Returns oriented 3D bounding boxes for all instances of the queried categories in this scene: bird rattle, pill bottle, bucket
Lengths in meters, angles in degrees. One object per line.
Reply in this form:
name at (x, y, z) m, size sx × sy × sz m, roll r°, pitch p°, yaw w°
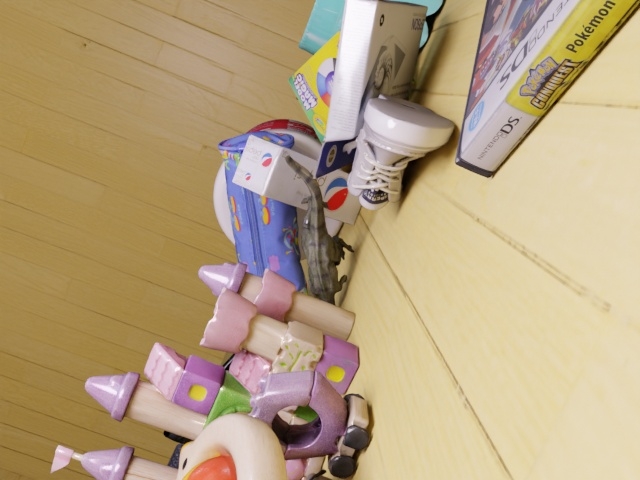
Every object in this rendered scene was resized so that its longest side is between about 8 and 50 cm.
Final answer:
bird rattle at (-0.080, 0.232, 0.563) m, size 0.253 × 0.143 × 0.206 m, roll 134°, pitch 143°, yaw -55°
pill bottle at (-0.072, -0.113, 1.441) m, size 0.407 × 0.229 × 0.228 m, roll -98°, pitch 31°, yaw -76°
bucket at (0.091, -0.402, 1.259) m, size 0.281 × 0.183 × 0.281 m, roll -158°, pitch 90°, yaw -83°

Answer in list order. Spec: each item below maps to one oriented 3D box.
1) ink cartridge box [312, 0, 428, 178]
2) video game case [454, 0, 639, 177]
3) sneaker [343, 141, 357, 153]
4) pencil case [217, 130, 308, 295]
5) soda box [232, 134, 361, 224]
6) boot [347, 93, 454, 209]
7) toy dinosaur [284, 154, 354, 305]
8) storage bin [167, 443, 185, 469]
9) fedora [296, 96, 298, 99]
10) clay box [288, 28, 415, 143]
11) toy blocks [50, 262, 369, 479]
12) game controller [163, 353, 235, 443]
ink cartridge box at (0.071, -0.197, 0.978) m, size 0.223 × 0.045 × 0.223 m, roll -33°, pitch -42°, yaw -62°
video game case at (0.187, -0.220, 0.563) m, size 0.248 × 0.035 × 0.274 m, roll 121°, pitch 168°, yaw -55°
sneaker at (0.041, -0.191, 1.370) m, size 0.212 × 0.094 × 0.080 m, roll -133°, pitch 64°, yaw -83°
pencil case at (-0.085, -0.017, 1.184) m, size 0.133 × 0.120 × 0.305 m, roll -67°, pitch -28°, yaw -77°
soda box at (-0.022, -0.084, 1.093) m, size 0.069 × 0.216 × 0.073 m, roll 26°, pitch 96°, yaw 39°
boot at (0.080, -0.088, 0.829) m, size 0.258 × 0.095 × 0.123 m, roll -61°, pitch -11°, yaw -75°
toy dinosaur at (0.000, 0.000, 1.001) m, size 0.118 × 0.064 × 0.268 m, roll -66°, pitch -31°, yaw -66°
storage bin at (-0.222, 0.444, 1.319) m, size 0.180 × 0.122 × 0.084 m, roll 119°, pitch 171°, yaw -46°
fedora at (0.049, -0.268, 1.448) m, size 0.194 × 0.195 × 0.079 m, roll -157°, pitch 54°, yaw -83°
clay box at (0.035, -0.243, 1.184) m, size 0.053 × 0.127 × 0.222 m, roll -25°, pitch -5°, yaw -42°
toy blocks at (-0.125, 0.184, 0.793) m, size 0.309 × 0.260 × 0.288 m, roll -92°, pitch 25°, yaw -74°
game controller at (-0.152, 0.223, 1.324) m, size 0.319 × 0.067 × 0.166 m, roll -47°, pitch 5°, yaw -11°
